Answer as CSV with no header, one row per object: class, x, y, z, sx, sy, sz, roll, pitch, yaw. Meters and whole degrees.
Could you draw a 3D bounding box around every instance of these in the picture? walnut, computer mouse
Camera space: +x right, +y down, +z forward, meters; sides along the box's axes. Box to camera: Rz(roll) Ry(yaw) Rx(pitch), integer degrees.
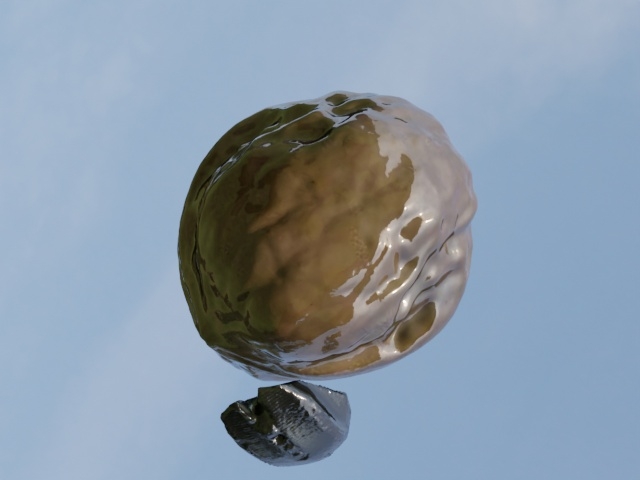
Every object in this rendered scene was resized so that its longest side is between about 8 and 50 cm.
walnut,0.001,0.000,1.467,0.273,0.227,0.273,-25,-163,9
computer mouse,-0.021,0.142,1.313,0.079,0.135,0.047,-28,-121,17
